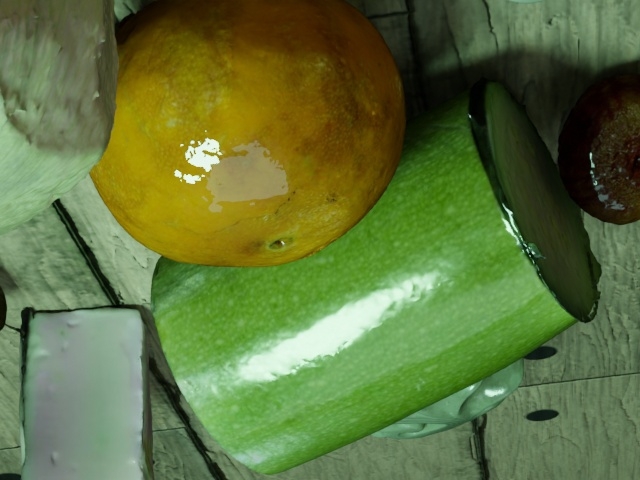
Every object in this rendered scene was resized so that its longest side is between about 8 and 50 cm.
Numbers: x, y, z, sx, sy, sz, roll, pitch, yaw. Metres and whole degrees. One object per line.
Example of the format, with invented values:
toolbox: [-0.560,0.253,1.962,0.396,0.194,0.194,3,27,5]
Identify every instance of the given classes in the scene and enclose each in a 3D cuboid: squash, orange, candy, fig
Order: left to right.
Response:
candy: [-0.275,0.213,2.123,0.155,0.265,0.116,-3,151,-6]
orange: [-0.065,-0.096,1.545,0.284,0.226,0.284,-11,156,-5]
squash: [0.058,0.041,1.746,0.384,0.263,0.263,-28,148,21]
fig: [0.298,-0.103,1.778,0.146,0.201,0.134,-42,98,13]

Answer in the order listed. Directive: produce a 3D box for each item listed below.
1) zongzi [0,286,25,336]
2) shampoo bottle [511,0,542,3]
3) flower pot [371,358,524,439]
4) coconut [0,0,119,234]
zongzi: [-0.388,0.029,1.911,0.241,0.111,0.248,-33,148,34]
shampoo bottle: [0.233,-0.262,1.463,0.108,0.051,0.221,6,154,-45]
flower pot: [0.042,0.147,2.161,0.368,0.164,0.254,4,158,-20]
coconut: [-0.335,-0.136,1.271,0.405,0.404,0.404,-4,154,-2]
